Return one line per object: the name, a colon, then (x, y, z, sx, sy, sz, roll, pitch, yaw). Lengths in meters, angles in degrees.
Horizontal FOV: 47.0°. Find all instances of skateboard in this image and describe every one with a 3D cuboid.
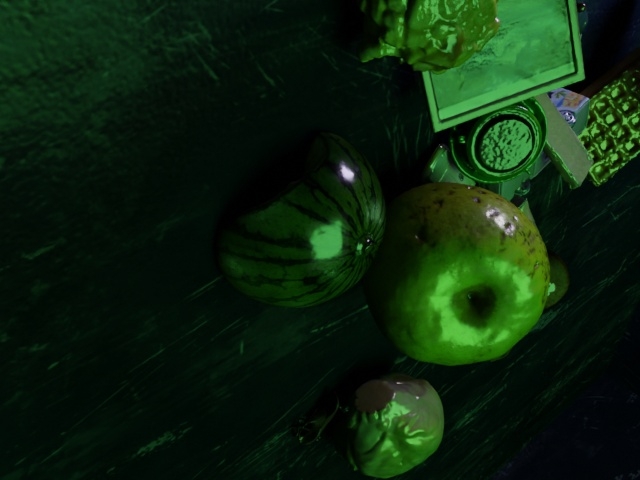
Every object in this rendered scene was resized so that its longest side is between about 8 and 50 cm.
skateboard: (-0.009, 0.424, 1.755, 0.151, 0.067, 0.080, -52, 138, 4)

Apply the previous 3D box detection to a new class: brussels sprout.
brussels sprout: (0.176, 0.456, 1.860, 0.273, 0.243, 0.317, -8, 135, -18)

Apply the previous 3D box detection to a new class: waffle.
waffle: (0.742, -0.310, 1.827, 0.308, 0.091, 0.213, -40, 110, 9)

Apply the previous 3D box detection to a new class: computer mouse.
computer mouse: (0.271, -0.135, 1.587, 0.199, 0.044, 0.102, 33, 86, -50)

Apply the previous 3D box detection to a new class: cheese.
cheese: (0.462, -0.269, 1.552, 0.400, 0.034, 0.085, 46, 74, -25)

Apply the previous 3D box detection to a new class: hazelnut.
hazelnut: (0.619, 0.116, 2.150, 0.214, 0.176, 0.214, -29, 177, -1)

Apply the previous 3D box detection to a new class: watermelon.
watermelon: (0.000, 0.000, 1.266, 0.330, 0.189, 0.331, -26, 136, -27)

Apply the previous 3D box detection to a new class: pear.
pear: (0.252, 0.056, 1.463, 0.391, 0.391, 0.391, -32, 141, -30)

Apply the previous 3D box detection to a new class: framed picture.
framed picture: (0.314, -0.346, 1.295, 0.314, 0.024, 0.232, -22, 114, -9)

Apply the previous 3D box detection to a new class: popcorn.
popcorn: (0.163, -0.350, 1.130, 0.235, 0.181, 0.217, 11, 111, -43)

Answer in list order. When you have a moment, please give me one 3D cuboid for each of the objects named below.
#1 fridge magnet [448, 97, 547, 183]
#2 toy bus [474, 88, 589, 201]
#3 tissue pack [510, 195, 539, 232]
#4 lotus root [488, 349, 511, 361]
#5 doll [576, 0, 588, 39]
fridge magnet: (0.365, -0.210, 1.503, 0.207, 0.088, 0.208, -3, 117, -6)
toy bus: (0.471, -0.219, 1.679, 0.329, 0.136, 0.109, -41, 146, -19)
tissue pack: (0.458, 0.013, 1.894, 0.215, 0.123, 0.257, -48, 139, -4)
lotus root: (0.506, 0.259, 2.159, 0.145, 0.129, 0.260, -7, 141, 2)
doll: (0.386, -0.386, 1.401, 0.258, 0.154, 0.228, -36, 114, 0)
